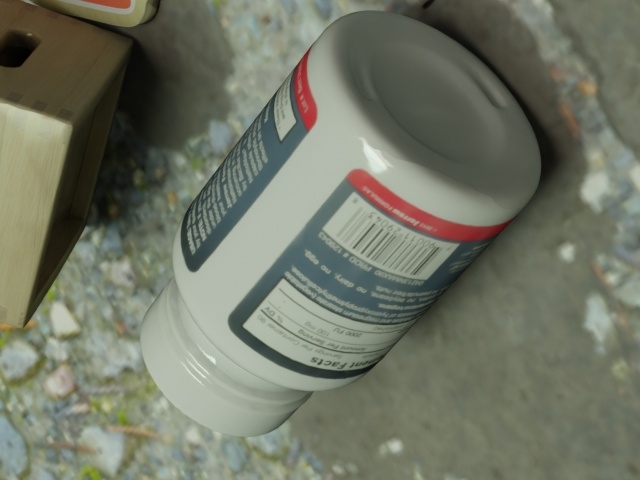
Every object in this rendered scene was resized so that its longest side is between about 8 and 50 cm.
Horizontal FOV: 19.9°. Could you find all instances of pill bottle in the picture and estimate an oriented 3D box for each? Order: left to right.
[{"bbox_3d":[0.000,0.000,0.774,0.108,0.108,0.180,51,127,13],"label":"pill bottle"}]

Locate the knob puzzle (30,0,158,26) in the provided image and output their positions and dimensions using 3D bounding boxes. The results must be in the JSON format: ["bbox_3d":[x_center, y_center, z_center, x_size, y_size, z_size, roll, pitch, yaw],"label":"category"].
[{"bbox_3d":[-0.125,-0.190,0.858,0.213,0.030,0.213,12,111,34],"label":"knob puzzle"}]

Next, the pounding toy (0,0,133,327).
[{"bbox_3d":[-0.159,-0.042,0.874,0.100,0.141,0.130,19,118,0],"label":"pounding toy"}]
